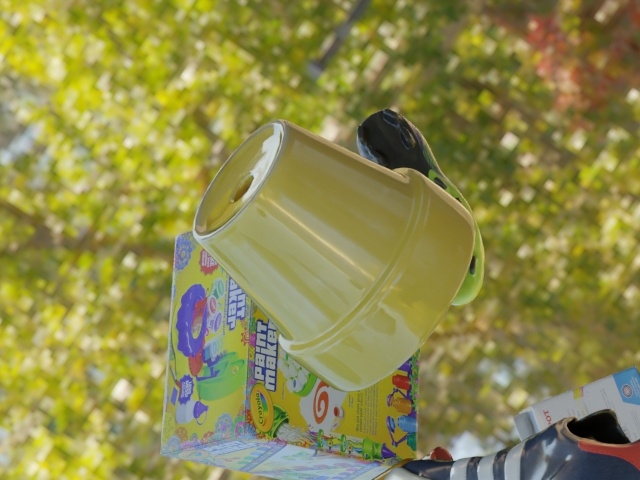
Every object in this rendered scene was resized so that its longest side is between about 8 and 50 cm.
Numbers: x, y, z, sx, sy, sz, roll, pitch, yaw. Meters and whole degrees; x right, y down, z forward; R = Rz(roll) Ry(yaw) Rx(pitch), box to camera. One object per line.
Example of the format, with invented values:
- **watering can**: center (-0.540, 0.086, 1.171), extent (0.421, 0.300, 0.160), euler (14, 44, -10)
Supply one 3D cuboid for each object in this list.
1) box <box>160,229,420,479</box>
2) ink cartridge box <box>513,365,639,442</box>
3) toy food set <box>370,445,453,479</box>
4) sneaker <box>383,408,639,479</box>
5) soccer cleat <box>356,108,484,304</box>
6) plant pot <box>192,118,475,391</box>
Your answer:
- **box**: center (-0.032, 0.141, 2.241), extent (0.279, 0.290, 0.177), euler (18, 156, -37)
- **ink cartridge box**: center (0.285, 0.207, 1.932), extent (0.090, 0.143, 0.092), euler (103, 148, -79)
- **toy food set**: center (0.131, 0.309, 1.625), extent (0.111, 0.104, 0.232), euler (8, -127, -47)
- **sneaker**: center (0.182, 0.208, 1.466), extent (0.131, 0.148, 0.350), euler (51, 158, -17)
- **soccer cleat**: center (0.134, -0.038, 2.200), extent (0.289, 0.093, 0.121), euler (63, -173, 29)
- **plant pot**: center (0.000, 0.000, 1.951), extent (0.239, 0.254, 0.254), euler (36, -174, -21)
